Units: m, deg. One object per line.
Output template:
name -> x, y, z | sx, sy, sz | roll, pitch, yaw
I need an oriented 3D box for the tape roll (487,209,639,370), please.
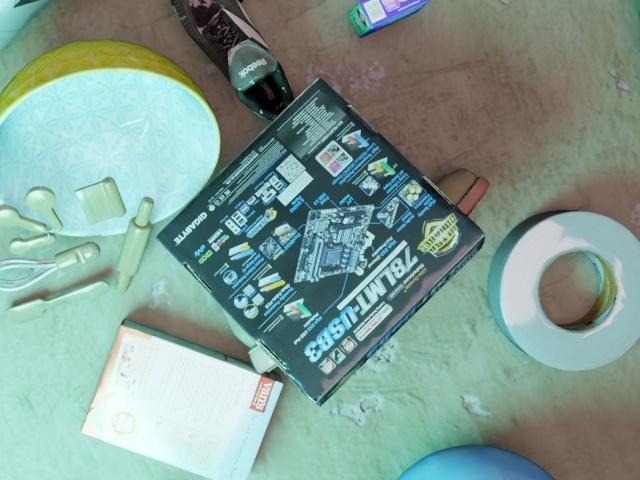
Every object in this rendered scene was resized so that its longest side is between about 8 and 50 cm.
tape roll -> 0.345, 0.067, 1.522 | 0.219, 0.072, 0.219 | -1, 95, -7

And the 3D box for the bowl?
bowl -> -0.279, -0.155, 1.379 | 0.289, 0.289, 0.156 | -14, 52, -5

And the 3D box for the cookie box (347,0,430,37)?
cookie box -> 0.090, -0.308, 1.451 | 0.091, 0.107, 0.040 | -26, 95, -5

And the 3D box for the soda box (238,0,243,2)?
soda box -> -0.164, -0.379, 1.444 | 0.060, 0.053, 0.169 | -28, 96, -3

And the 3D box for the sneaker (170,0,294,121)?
sneaker -> -0.102, -0.240, 1.400 | 0.078, 0.106, 0.234 | -37, 116, 1

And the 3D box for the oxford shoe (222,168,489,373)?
oxford shoe -> 0.043, 0.007, 1.455 | 0.397, 0.140, 0.146 | -36, 85, -7

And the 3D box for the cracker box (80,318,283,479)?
cracker box -> -0.184, 0.218, 1.475 | 0.232, 0.067, 0.156 | 21, 92, -7

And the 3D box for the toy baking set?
toy baking set -> -0.324, 0.012, 1.419 | 0.196, 0.030, 0.256 | 4, 131, -18

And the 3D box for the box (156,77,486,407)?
box -> 0.000, 0.000, 1.365 | 0.295, 0.073, 0.293 | -45, 78, -4

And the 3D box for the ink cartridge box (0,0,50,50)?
ink cartridge box -> -0.418, -0.419, 1.318 | 0.395, 0.166, 0.285 | -42, 97, 11

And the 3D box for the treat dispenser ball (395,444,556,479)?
treat dispenser ball -> 0.203, 0.410, 1.419 | 0.288, 0.288, 0.288 | 0, 94, -6
